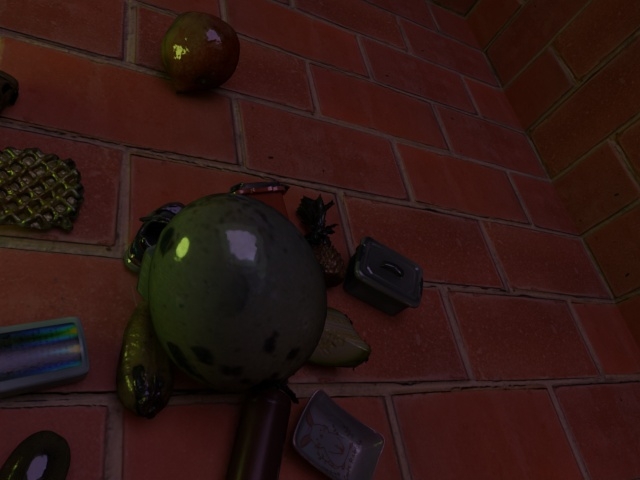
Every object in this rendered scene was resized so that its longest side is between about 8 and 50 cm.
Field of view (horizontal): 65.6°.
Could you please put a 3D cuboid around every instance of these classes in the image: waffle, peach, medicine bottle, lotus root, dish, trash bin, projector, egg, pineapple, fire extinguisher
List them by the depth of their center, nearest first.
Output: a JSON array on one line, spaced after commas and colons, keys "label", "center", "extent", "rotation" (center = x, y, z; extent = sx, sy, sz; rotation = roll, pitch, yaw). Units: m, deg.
[{"label": "medicine bottle", "center": [-0.553, 0.216, 0.901], "extent": [0.229, 0.083, 0.121], "rotation": [-5, 63, -38]}, {"label": "egg", "center": [-0.163, 0.103, 0.982], "extent": [0.345, 0.427, 0.345], "rotation": [-11, 36, 8]}, {"label": "lotus root", "center": [-0.352, 0.242, 1.013], "extent": [0.110, 0.097, 0.258], "rotation": [19, 41, -30]}, {"label": "fire extinguisher", "center": [-0.111, 0.414, 1.047], "extent": [0.147, 0.107, 0.336], "rotation": [51, 36, -36]}, {"label": "projector", "center": [-0.344, 0.060, 1.110], "extent": [0.061, 0.147, 0.115], "rotation": [47, 45, 17]}, {"label": "waffle", "center": [-0.642, -0.118, 1.113], "extent": [0.204, 0.054, 0.223], "rotation": [3, 58, -32]}, {"label": "dish", "center": [0.029, 0.458, 1.113], "extent": [0.212, 0.077, 0.151], "rotation": [38, 46, -7]}, {"label": "trash bin", "center": [-0.148, -0.028, 1.314], "extent": [0.185, 0.161, 0.238], "rotation": [-12, 73, -38]}, {"label": "pineapple", "center": [0.000, 0.000, 1.418], "extent": [0.119, 0.130, 0.277], "rotation": [-7, 60, -3]}, {"label": "peach", "center": [-0.371, -0.560, 1.517], "extent": [0.233, 0.256, 0.232], "rotation": [22, 6, -2]}]

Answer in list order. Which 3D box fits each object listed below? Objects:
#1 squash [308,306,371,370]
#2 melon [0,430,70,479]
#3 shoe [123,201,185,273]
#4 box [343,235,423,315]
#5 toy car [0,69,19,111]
[{"label": "squash", "center": [-0.050, 0.229, 1.202], "extent": [0.289, 0.111, 0.203], "rotation": [17, 17, -27]}, {"label": "melon", "center": [-0.476, 0.396, 0.811], "extent": [0.099, 0.099, 0.162], "rotation": [26, 48, -16]}, {"label": "shoe", "center": [-0.379, -0.030, 1.174], "extent": [0.099, 0.125, 0.227], "rotation": [28, 48, -9]}, {"label": "box", "center": [0.182, 0.107, 1.441], "extent": [0.227, 0.130, 0.162], "rotation": [29, 46, -14]}, {"label": "toy car", "center": [-0.781, -0.322, 1.121], "extent": [0.101, 0.124, 0.256], "rotation": [23, 49, -20]}]
